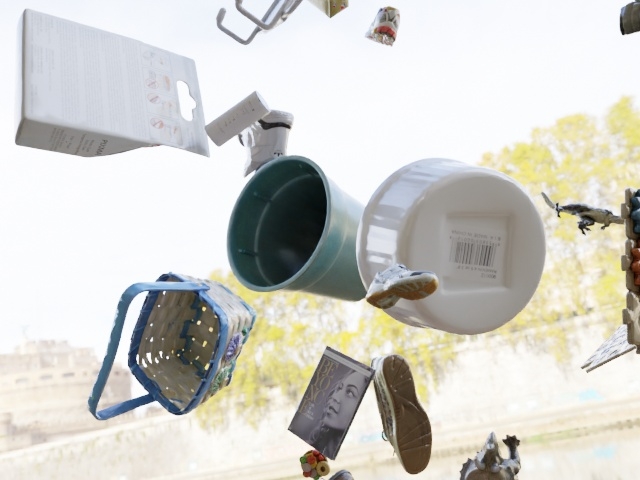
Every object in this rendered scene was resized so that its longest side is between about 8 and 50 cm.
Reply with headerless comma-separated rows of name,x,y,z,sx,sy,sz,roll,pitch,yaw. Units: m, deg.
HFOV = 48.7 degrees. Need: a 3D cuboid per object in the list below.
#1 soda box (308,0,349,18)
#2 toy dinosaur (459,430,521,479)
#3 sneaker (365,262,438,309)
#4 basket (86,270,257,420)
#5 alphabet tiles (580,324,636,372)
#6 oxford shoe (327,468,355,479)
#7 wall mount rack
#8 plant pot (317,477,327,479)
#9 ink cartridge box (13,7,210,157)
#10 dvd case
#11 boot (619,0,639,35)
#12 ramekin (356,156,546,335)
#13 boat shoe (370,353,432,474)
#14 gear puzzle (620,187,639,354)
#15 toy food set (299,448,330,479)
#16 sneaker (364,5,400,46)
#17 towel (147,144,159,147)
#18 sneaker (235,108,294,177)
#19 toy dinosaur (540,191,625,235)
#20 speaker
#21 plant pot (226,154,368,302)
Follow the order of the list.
soda box,-0.016,-0.593,1.630,0.061,0.181,0.058,-39,-24,-17
toy dinosaur,0.329,0.444,1.204,0.121,0.313,0.160,-28,13,30
sneaker,0.071,0.034,0.622,0.032,0.037,0.083,35,-32,-25
basket,-0.262,0.179,1.252,0.289,0.201,0.255,-2,-60,-51
alphabet tiles,0.804,0.218,1.775,0.342,0.011,0.285,-29,-13,-38
oxford shoe,0.018,0.512,1.223,0.096,0.227,0.083,6,-30,38
wall mount rack,-0.086,-0.558,1.445,0.130,0.304,0.350,33,-5,-19
plant pot,0.025,0.434,0.959,0.201,0.180,0.201,-45,-16,-17
ink cartridge box,-0.441,-0.307,1.501,0.385,0.308,0.091,9,-38,-34
dvd case,0.023,0.369,1.625,0.018,0.221,0.164,32,-9,-41
boot,0.601,-0.376,1.231,0.161,0.246,0.083,-1,-46,40
ramekin,0.206,0.011,1.075,0.277,0.277,0.135,-4,7,-19
boat shoe,0.190,0.413,1.692,0.104,0.285,0.089,-8,-7,-30
gear puzzle,0.516,0.091,1.070,0.175,0.339,0.044,13,-14,-40
toy food set,-0.018,0.629,1.979,0.082,0.083,0.020,-28,-10,10
sneaker,0.185,-0.602,1.984,0.088,0.093,0.225,18,7,-10
towel,-0.496,-0.295,1.839,0.197,0.144,0.029,-8,-27,-11
sneaker,-0.207,-0.295,2.207,0.137,0.210,0.366,5,3,-31
toy dinosaur,0.636,-0.066,1.726,0.268,0.064,0.118,21,28,39
speaker,-0.175,-0.253,1.476,0.136,0.055,0.055,-33,-22,12
plant pot,0.000,0.000,1.785,0.341,0.341,0.334,-22,-29,35
